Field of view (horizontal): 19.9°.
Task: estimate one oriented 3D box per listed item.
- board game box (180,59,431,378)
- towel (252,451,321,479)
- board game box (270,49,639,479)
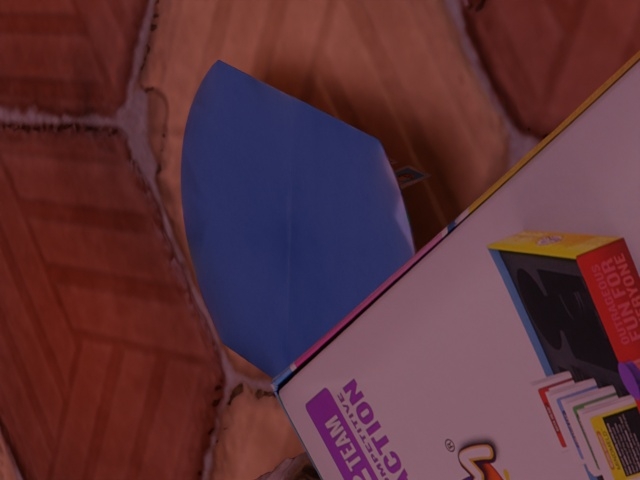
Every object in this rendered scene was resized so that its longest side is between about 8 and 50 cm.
[{"bbox_3d":[0.000,0.000,0.762,0.168,0.033,0.133,30,127,47],"label":"board game box"},{"bbox_3d":[-0.077,0.237,0.780,0.187,0.049,0.282,-34,33,50],"label":"towel"},{"bbox_3d":[0.132,0.063,0.384,0.242,0.064,0.316,62,143,13],"label":"board game box"}]
